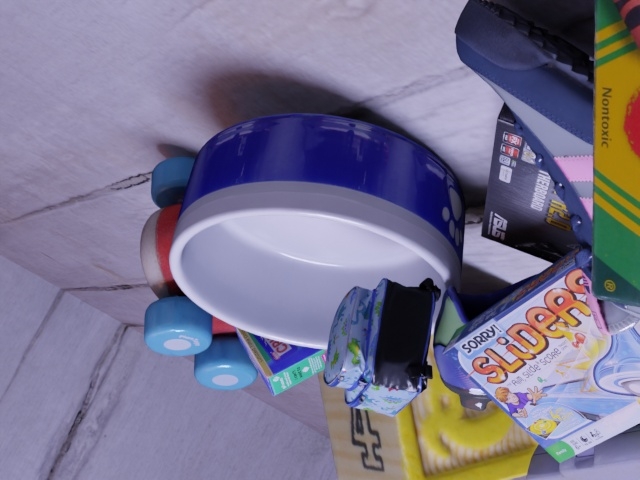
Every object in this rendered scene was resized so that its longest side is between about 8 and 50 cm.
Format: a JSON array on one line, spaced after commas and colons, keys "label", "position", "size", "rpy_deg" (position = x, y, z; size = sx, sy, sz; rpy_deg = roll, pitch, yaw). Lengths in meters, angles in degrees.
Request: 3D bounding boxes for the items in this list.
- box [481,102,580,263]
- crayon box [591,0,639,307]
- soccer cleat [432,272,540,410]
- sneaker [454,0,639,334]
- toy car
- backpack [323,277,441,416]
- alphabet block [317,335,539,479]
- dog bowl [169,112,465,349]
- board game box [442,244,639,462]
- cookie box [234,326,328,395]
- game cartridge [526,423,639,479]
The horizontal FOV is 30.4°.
[{"label": "box", "position": [0.219, -0.032, 0.887], "size": [0.183, 0.056, 0.231], "rpy_deg": [23, 164, 12]}, {"label": "crayon box", "position": [0.279, -0.047, 0.520], "size": [0.319, 0.081, 0.202], "rpy_deg": [11, 115, 38]}, {"label": "soccer cleat", "position": [0.241, 0.075, 1.010], "size": [0.289, 0.121, 0.093], "rpy_deg": [-5, -158, 0]}, {"label": "sneaker", "position": [0.184, -0.014, 0.725], "size": [0.319, 0.131, 0.112], "rpy_deg": [43, -158, 10]}, {"label": "toy car", "position": [-0.056, 0.021, 1.305], "size": [0.238, 0.219, 0.210], "rpy_deg": [-14, 147, 20]}, {"label": "backpack", "position": [0.048, 0.095, 1.024], "size": [0.084, 0.105, 0.114], "rpy_deg": [12, 152, -5]}, {"label": "alphabet block", "position": [0.123, 0.171, 1.298], "size": [0.193, 0.193, 0.197], "rpy_deg": [-12, 178, -24]}, {"label": "dog bowl", "position": [0.000, 0.000, 1.086], "size": [0.265, 0.104, 0.265], "rpy_deg": [8, 150, 4]}, {"label": "board game box", "position": [0.205, 0.081, 0.895], "size": [0.136, 0.035, 0.201], "rpy_deg": [43, 137, -3]}, {"label": "cookie box", "position": [-0.024, 0.096, 1.217], "size": [0.092, 0.107, 0.040], "rpy_deg": [54, 167, 39]}, {"label": "game cartridge", "position": [0.369, 0.226, 1.020], "size": [0.230, 0.068, 0.355], "rpy_deg": [42, 149, -13]}]
